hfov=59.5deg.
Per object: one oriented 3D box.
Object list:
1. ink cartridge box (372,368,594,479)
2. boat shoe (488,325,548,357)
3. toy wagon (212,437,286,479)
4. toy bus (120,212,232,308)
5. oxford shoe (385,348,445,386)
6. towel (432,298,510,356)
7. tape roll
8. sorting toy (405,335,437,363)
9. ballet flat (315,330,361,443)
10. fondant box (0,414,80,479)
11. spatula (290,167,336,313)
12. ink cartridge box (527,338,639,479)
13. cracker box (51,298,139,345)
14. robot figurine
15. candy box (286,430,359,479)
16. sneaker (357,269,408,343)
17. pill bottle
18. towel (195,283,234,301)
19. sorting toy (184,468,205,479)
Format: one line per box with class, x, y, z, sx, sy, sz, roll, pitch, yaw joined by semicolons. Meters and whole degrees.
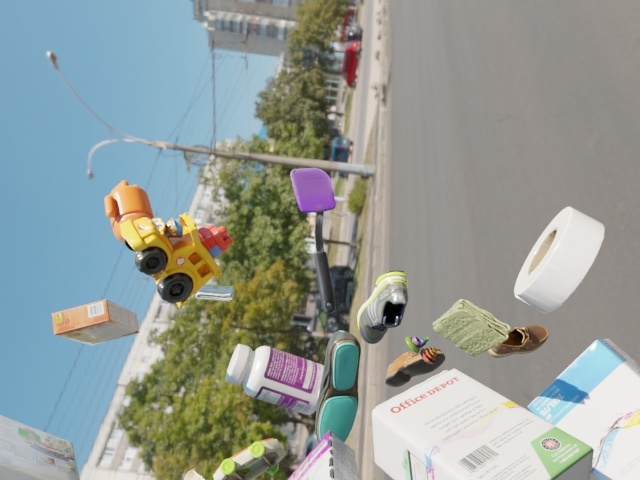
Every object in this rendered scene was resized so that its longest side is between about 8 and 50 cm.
ink cartridge box;0.244;0.342;0.892;0.278;0.201;0.117;24;123;52
boat shoe;0.511;0.252;1.425;0.060;0.178;0.064;107;148;-55
toy wagon;-0.298;0.862;2.097;0.068;0.344;0.267;56;168;34
toy bus;-0.321;0.014;1.298;0.149;0.211;0.220;45;167;49
oxford shoe;0.264;0.346;1.598;0.212;0.076;0.076;-35;34;37
towel;0.277;0.163;1.039;0.027;0.110;0.148;-51;-7;-30
tape roll;0.648;0.054;1.531;0.286;0.100;0.286;-58;-8;-14
sorting toy;0.276;0.283;1.498;0.042;0.102;0.061;-44;10;17
ballet flat;0.041;0.332;1.267;0.096;0.095;0.280;-129;48;-70
fondant box;-0.758;0.578;1.435;0.096;0.238;0.330;-60;26;-10
spatula;0.000;0.000;1.119;0.030;0.084;0.296;175;88;-67
ink cartridge box;0.599;0.359;1.106;0.197;0.270;0.198;-51;-31;16
cracker box;-0.641;0.240;1.617;0.232;0.156;0.067;82;173;-71
robot figurine;-0.574;-0.077;1.704;0.158;0.128;0.219;93;157;-57
candy box;-0.007;0.451;0.982;0.159;0.071;0.233;-50;-1;0
sneaker;0.188;0.227;1.700;0.121;0.111;0.300;-93;14;-47
pill bottle;-0.144;0.440;1.810;0.169;0.302;0.169;-158;90;-79
towel;-0.331;0.161;1.777;0.152;0.113;0.023;-121;37;-80
sorting toy;-0.306;0.588;1.318;0.083;0.075;0.044;4;109;52
